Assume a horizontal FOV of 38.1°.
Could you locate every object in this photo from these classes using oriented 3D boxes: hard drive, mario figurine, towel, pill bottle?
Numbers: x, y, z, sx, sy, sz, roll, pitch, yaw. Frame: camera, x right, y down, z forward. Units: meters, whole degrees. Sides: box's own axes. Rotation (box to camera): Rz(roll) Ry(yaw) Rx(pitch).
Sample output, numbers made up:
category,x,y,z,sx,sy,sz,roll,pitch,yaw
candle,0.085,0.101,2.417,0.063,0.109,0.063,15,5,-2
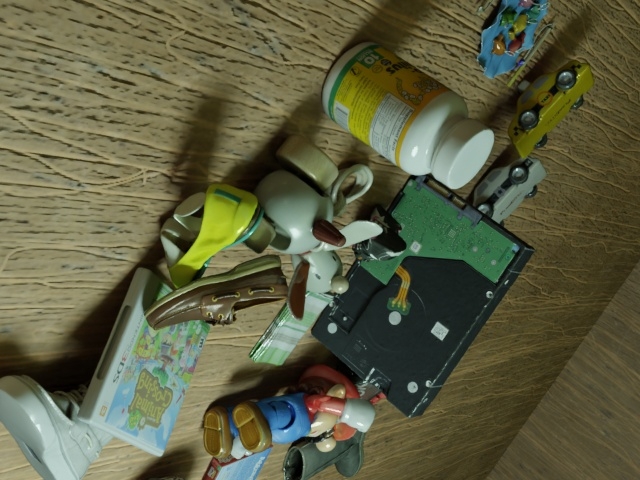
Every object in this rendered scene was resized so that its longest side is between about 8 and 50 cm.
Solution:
category,x,y,z,sx,sy,sz,roll,pitch,yaw
hard drive,0.162,0.087,1.528,0.339,0.237,0.064,-59,153,13
mario figurine,-0.037,0.320,1.565,0.320,0.198,0.170,-3,114,-51
towel,-0.043,0.141,1.510,0.152,0.023,0.113,-54,152,6
pill bottle,0.112,-0.156,1.178,0.117,0.208,0.118,-37,150,-26

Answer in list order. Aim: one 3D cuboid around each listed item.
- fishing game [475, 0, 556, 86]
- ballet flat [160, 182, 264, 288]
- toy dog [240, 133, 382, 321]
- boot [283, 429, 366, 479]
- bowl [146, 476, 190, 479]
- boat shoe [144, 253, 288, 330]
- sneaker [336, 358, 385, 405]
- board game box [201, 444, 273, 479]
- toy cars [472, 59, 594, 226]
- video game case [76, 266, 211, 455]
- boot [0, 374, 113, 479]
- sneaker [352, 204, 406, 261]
category,x,y,z,sx,sy,sz,roll,pitch,yaw
fishing game,0.313,-0.336,1.459,0.189,0.041,0.264,-53,153,-4
ballet flat,-0.145,-0.009,1.092,0.231,0.077,0.077,-37,-150,55
toy dog,0.000,0.000,1.250,0.220,0.161,0.333,-56,153,10
boot,0.009,0.460,1.928,0.208,0.076,0.190,-31,133,-48
bowl,-0.259,0.430,1.466,0.170,0.080,0.170,-38,150,-26
boat shoe,-0.123,0.074,1.115,0.178,0.060,0.064,-21,167,-8
sneaker,0.063,0.271,1.755,0.135,0.098,0.276,30,128,-22
board game box,-0.194,0.492,1.705,0.145,0.027,0.281,-6,129,-53
toy cars,0.362,-0.168,1.700,0.176,0.087,0.394,-20,143,-38
video game case,-0.216,0.160,1.179,0.212,0.023,0.193,59,47,-63
boot,-0.308,0.203,1.120,0.123,0.095,0.258,-47,160,-28
sneaker,0.085,0.007,1.441,0.077,0.072,0.178,-48,-178,14
